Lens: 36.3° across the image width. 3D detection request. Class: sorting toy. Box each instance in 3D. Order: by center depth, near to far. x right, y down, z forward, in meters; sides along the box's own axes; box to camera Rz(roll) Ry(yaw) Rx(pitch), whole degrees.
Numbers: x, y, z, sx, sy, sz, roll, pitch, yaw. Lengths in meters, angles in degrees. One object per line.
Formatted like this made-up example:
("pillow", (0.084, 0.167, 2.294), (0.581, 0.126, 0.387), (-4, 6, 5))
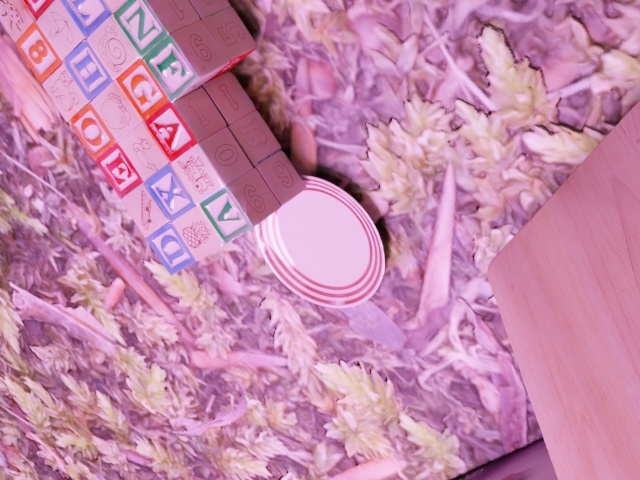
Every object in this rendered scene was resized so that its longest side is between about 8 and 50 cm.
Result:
("sorting toy", (0.247, 0.049, 0.640), (0.089, 0.257, 0.255), (10, 137, -27))

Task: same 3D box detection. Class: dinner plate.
("dinner plate", (0.000, 0.000, 0.916), (0.141, 0.017, 0.141), (18, 129, 24))

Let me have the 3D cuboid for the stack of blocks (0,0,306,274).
("stack of blocks", (-0.141, -0.137, 0.863), (0.171, 0.087, 0.297), (-28, 97, 43))

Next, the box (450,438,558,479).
("box", (0.162, 0.327, 0.827), (0.183, 0.294, 0.296), (50, 134, 0))
